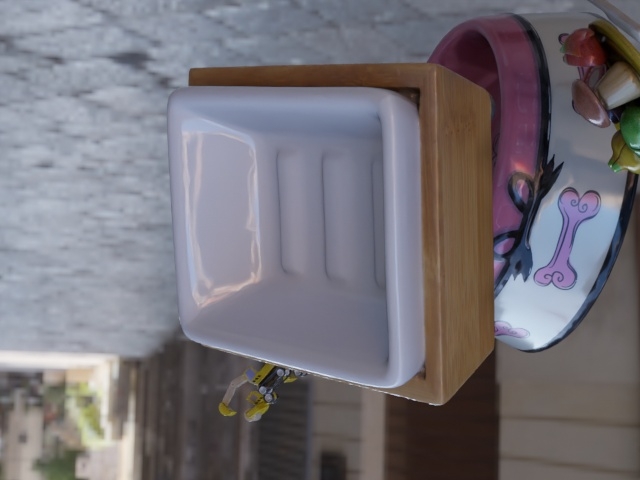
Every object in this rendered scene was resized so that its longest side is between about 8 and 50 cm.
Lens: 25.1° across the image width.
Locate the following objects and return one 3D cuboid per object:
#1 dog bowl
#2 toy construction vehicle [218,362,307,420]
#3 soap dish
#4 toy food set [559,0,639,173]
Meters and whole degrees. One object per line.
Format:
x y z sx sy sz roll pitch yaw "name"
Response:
0.208 -0.081 1.683 0.150 0.407 0.408 10 172 -17 "dog bowl"
-0.051 0.136 1.417 0.098 0.035 0.086 -46 166 10 "toy construction vehicle"
0.007 -0.017 1.070 0.118 0.228 0.291 -9 -170 -38 "soap dish"
0.266 -0.131 1.325 0.071 0.128 0.218 -36 135 1 "toy food set"
